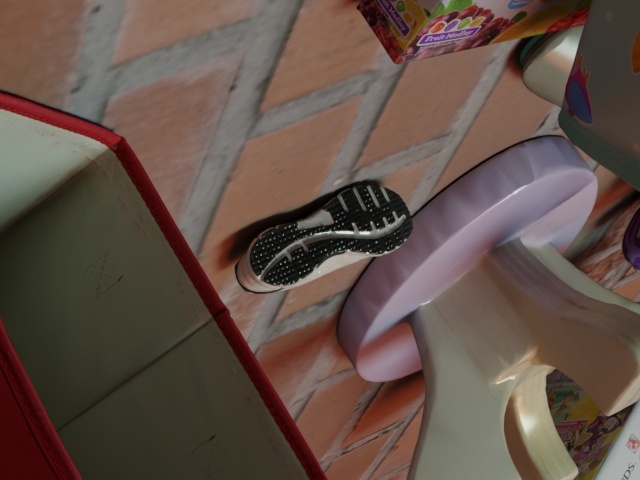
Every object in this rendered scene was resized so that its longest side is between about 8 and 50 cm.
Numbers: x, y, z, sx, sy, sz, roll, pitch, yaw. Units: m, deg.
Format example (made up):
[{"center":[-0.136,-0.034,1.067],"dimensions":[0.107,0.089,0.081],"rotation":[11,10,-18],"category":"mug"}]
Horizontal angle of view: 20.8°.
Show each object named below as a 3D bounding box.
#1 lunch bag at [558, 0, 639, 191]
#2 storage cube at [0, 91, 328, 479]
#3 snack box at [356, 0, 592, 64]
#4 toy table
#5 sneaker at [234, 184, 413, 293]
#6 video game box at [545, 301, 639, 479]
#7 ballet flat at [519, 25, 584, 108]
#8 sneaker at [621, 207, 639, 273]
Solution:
[{"center":[0.244,-0.081,0.668],"dimensions":[0.160,0.262,0.223],"rotation":[-21,139,-36],"category":"lunch bag"},{"center":[-0.145,0.073,0.639],"dimensions":[0.193,0.184,0.215],"rotation":[-37,162,14],"category":"storage cube"},{"center":[0.096,-0.129,0.748],"dimensions":[0.141,0.037,0.100],"rotation":[-17,155,-39],"category":"snack box"},{"center":[0.130,0.068,1.120],"dimensions":[0.252,0.161,0.274],"rotation":[-29,161,-11],"category":"toy table"},{"center":[0.000,0.000,0.936],"dimensions":[0.109,0.040,0.044],"rotation":[-18,173,-29],"category":"sneaker"},{"center":[0.188,0.132,1.306],"dimensions":[0.187,0.048,0.205],"rotation":[-53,-161,-24],"category":"video game box"},{"center":[0.186,-0.086,0.960],"dimensions":[0.072,0.068,0.213],"rotation":[-43,159,29],"category":"ballet flat"},{"center":[0.272,-0.047,1.238],"dimensions":[0.170,0.068,0.071],"rotation":[-49,144,18],"category":"sneaker"}]
